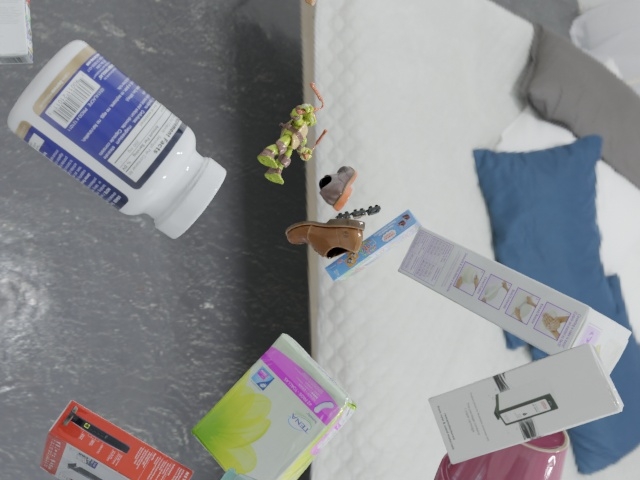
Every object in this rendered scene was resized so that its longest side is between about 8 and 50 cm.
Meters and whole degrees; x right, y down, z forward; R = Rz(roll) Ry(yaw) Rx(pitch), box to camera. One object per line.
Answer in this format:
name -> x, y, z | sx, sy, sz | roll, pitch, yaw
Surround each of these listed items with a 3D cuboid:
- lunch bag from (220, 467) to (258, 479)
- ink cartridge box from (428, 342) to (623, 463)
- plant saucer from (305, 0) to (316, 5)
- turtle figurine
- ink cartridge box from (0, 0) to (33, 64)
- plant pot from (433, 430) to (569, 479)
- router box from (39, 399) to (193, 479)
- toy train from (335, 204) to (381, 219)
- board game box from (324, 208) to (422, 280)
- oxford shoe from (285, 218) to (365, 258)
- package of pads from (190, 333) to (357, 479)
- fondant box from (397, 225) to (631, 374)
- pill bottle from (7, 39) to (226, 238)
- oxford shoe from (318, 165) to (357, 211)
lunch bag -> -0.092, 0.456, 1.010 | 0.223, 0.262, 0.160 | 33, 63, 3
ink cartridge box -> 0.256, 0.199, 0.860 | 0.148, 0.203, 0.086 | 23, 46, -65
plant saucer -> 0.004, -0.452, 1.025 | 0.037, 0.200, 0.200 | 17, 66, -3
turtle figurine -> -0.072, -0.263, 1.736 | 0.217, 0.087, 0.269 | -55, 167, -22
ink cartridge box -> -0.330, -0.238, 0.705 | 0.063, 0.029, 0.115 | -5, 85, -10
plant pot -> 0.296, 0.361, 1.100 | 0.201, 0.201, 0.180 | -10, 123, -47
router box -> -0.468, 0.512, 1.559 | 0.301, 0.335, 0.082 | 32, 53, -4
toy train -> 0.122, -0.086, 2.267 | 0.158, 0.036, 0.027 | -13, 62, -13
board game box -> 0.118, 0.013, 1.490 | 0.039, 0.211, 0.160 | 55, 9, 10
oxford shoe -> 0.000, 0.000, 1.405 | 0.076, 0.212, 0.076 | 11, 81, -40
package of pads -> -0.094, 0.385, 1.482 | 0.296, 0.229, 0.101 | -46, 154, -5
fondant box -> 0.328, 0.103, 1.189 | 0.238, 0.330, 0.096 | 23, 94, -49
pill bottle -> -0.268, -0.129, 0.945 | 0.264, 0.153, 0.153 | 40, 56, -18
oxford shoe -> 0.053, -0.195, 2.273 | 0.098, 0.097, 0.271 | 33, 24, -9
